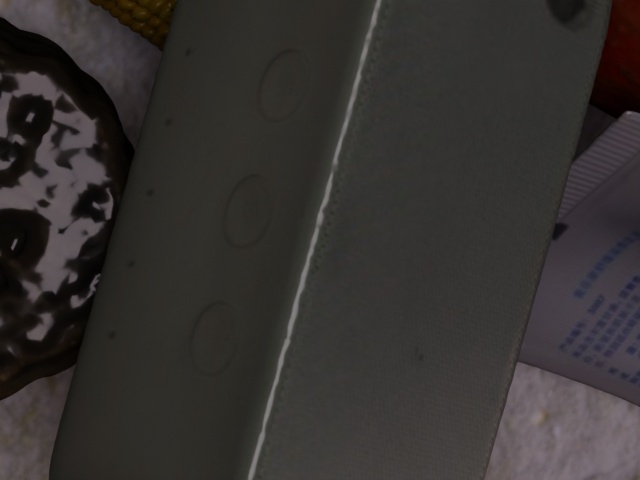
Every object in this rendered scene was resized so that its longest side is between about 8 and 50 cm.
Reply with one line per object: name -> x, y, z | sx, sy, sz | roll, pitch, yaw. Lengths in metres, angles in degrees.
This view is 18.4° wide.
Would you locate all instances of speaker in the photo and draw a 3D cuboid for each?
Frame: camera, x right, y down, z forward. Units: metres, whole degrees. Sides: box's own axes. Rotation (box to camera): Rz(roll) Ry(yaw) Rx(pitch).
speaker -> 0.000, 0.000, 1.081 | 0.183, 0.184, 0.406 | 19, 86, -44

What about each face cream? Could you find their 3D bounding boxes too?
face cream -> 0.298, 0.067, 1.274 | 0.420, 0.137, 0.235 | 22, 136, -21

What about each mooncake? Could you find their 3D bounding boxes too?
mooncake -> -0.211, -0.019, 1.138 | 0.228, 0.124, 0.228 | -2, 100, -15

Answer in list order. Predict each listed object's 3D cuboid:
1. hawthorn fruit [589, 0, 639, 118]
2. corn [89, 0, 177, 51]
hawthorn fruit -> 0.201, -0.189, 1.165 | 0.300, 0.254, 0.254 | 17, 93, -22
corn -> -0.132, -0.196, 1.147 | 0.313, 0.102, 0.102 | 41, 86, -17
